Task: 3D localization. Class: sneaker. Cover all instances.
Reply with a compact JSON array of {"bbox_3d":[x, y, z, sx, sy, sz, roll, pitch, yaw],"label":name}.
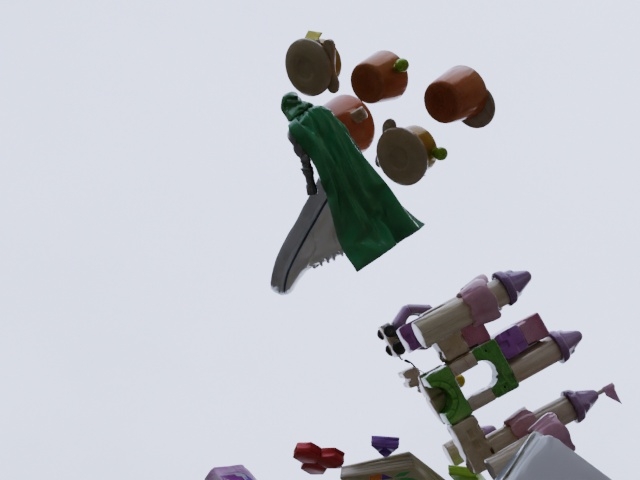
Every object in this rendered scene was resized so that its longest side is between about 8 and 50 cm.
[{"bbox_3d":[0.000,0.000,1.530,0.091,0.094,0.258,30,-52,4],"label":"sneaker"}]

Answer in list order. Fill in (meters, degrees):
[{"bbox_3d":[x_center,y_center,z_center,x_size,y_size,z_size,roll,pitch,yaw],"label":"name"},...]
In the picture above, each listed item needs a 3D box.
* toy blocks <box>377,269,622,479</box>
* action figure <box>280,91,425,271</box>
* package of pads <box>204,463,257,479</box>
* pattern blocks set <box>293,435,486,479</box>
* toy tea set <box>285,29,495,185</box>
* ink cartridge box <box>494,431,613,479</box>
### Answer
[{"bbox_3d":[0.284,0.186,1.561,0.260,0.309,0.289,-28,-94,-11],"label":"toy blocks"},{"bbox_3d":[0.021,-0.085,1.250,0.063,0.137,0.232,-31,-89,47],"label":"action figure"},{"bbox_3d":[-0.076,0.262,1.012,0.050,0.083,0.032,8,-66,-49],"label":"package of pads"},{"bbox_3d":[0.128,0.398,1.631,0.285,0.026,0.325,-9,-42,21],"label":"pattern blocks set"},{"bbox_3d":[0.104,-0.193,1.459,0.336,0.124,0.200,19,-58,34],"label":"toy tea set"},{"bbox_3d":[0.235,0.377,1.089,0.211,0.121,0.289,35,-47,14],"label":"ink cartridge box"}]
